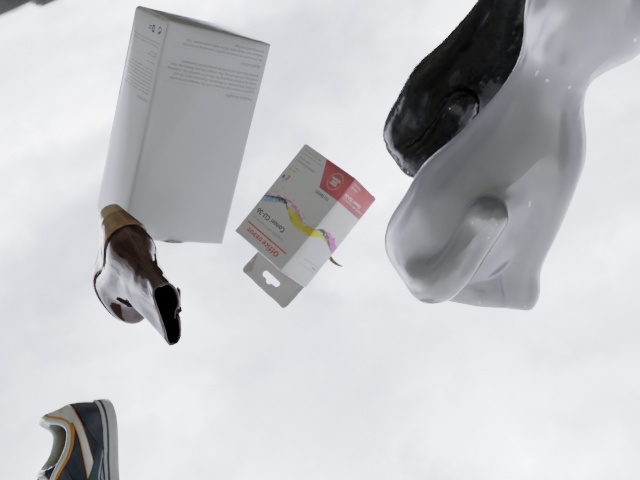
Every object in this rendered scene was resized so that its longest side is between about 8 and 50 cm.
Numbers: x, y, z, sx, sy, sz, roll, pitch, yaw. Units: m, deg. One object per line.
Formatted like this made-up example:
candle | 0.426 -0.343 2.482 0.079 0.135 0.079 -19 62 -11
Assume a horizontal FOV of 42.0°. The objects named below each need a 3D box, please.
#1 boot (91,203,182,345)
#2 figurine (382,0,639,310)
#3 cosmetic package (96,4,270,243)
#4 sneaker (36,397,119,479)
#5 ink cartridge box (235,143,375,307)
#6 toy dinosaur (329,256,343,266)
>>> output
boot | -0.266 0.088 1.228 0.090 0.248 0.207 -22 -131 -23
figurine | 0.107 -0.096 0.457 0.092 0.209 0.215 15 -147 -6
cosmetic package | -0.239 -0.188 1.422 0.197 0.365 0.155 6 -160 -36
sneaker | -0.393 0.426 1.362 0.127 0.321 0.126 0 161 -37
ink cartridge box | -0.034 -0.019 1.143 0.198 0.067 0.115 -52 -130 0
toy dinosaur | 0.000 0.000 1.860 0.092 0.053 0.183 -42 -143 33
